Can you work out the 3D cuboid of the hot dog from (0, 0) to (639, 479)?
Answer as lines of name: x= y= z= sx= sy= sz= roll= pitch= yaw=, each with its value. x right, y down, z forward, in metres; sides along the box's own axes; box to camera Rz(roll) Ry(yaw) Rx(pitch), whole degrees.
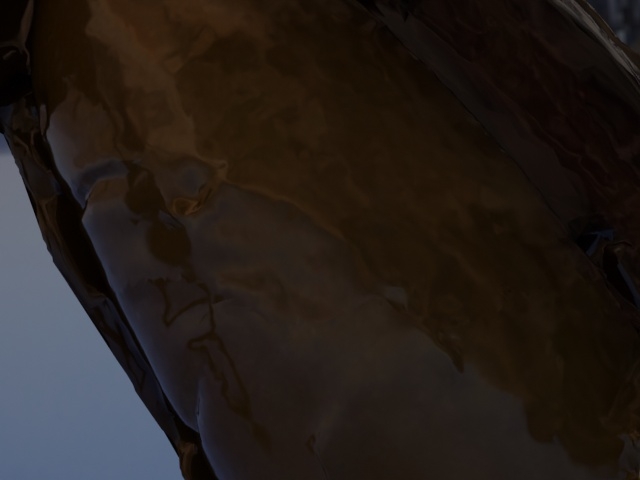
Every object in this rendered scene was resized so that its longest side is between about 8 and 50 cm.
hot dog: x=0.015 y=-0.006 z=0.401 sx=0.107 sy=0.326 sz=0.194 roll=-34 pitch=-161 yaw=32
